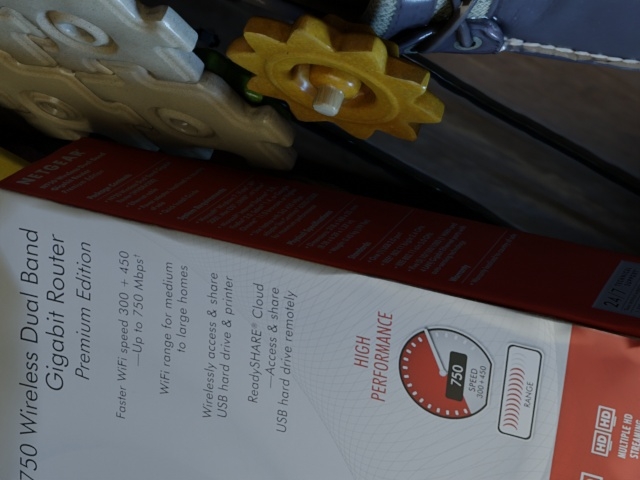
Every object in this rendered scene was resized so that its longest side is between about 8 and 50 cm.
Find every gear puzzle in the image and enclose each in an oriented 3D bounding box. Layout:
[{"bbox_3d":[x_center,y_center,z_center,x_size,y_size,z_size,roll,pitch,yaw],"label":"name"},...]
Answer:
[{"bbox_3d":[-0.098,-0.092,0.678,0.339,0.044,0.175,10,161,35],"label":"gear puzzle"}]

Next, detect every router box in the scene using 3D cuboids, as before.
[{"bbox_3d":[-0.001,0.147,0.719,0.301,0.082,0.335,12,114,19],"label":"router box"}]

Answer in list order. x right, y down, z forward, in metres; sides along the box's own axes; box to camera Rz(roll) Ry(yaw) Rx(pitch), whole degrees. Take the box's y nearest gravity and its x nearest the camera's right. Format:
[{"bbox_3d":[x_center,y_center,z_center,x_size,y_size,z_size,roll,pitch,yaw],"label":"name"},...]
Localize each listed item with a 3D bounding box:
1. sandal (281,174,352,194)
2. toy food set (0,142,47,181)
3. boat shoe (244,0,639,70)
[{"bbox_3d":[0.000,0.000,0.785,0.219,0.060,0.090,7,139,-3],"label":"sandal"},{"bbox_3d":[-0.202,-0.042,0.782,0.128,0.071,0.218,-25,145,28],"label":"toy food set"},{"bbox_3d":[0.037,-0.116,0.636,0.285,0.092,0.103,19,134,5],"label":"boat shoe"}]
